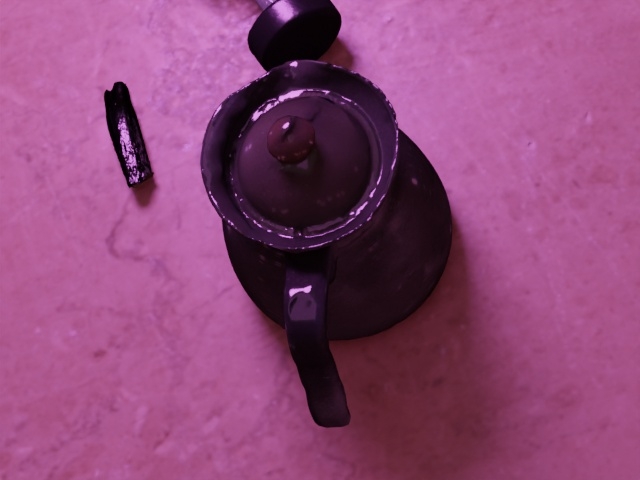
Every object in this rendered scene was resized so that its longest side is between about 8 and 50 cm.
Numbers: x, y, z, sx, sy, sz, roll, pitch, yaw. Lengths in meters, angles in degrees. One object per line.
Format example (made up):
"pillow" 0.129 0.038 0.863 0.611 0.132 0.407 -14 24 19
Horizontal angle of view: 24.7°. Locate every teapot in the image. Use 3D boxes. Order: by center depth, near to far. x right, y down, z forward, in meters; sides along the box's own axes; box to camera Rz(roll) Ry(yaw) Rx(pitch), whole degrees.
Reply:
"teapot" -0.019 -0.012 1.341 0.223 0.285 0.305 23 76 19

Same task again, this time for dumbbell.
"dumbbell" -0.066 -0.274 1.546 0.100 0.100 0.191 -34 67 -2

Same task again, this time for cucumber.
"cucumber" -0.207 -0.112 1.552 0.033 0.034 0.134 -24 67 8
